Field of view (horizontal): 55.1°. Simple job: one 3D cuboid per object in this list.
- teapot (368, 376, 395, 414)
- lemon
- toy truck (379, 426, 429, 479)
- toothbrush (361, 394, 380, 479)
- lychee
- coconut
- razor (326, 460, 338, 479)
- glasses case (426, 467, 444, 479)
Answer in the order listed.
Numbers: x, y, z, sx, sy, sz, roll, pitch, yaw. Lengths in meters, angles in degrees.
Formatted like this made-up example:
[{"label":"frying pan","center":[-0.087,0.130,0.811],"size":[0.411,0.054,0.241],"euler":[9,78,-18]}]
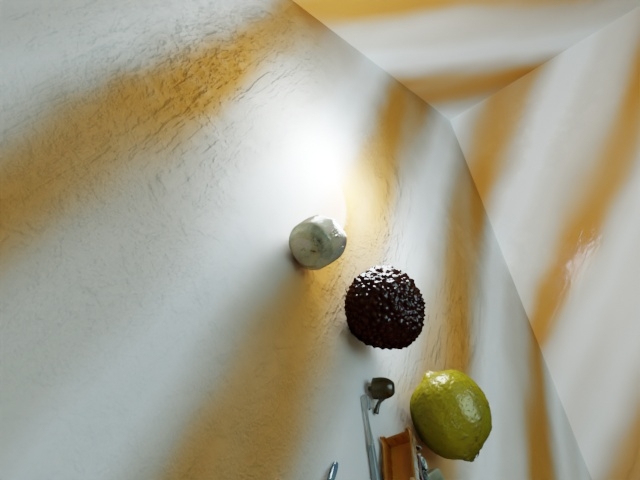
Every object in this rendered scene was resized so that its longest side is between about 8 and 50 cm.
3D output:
[{"label":"teapot","center":[0.186,0.475,1.870],"size":[0.085,0.080,0.110],"euler":[50,39,-60]},{"label":"lemon","center":[0.419,0.561,1.960],"size":[0.253,0.253,0.310],"euler":[-6,68,-58]},{"label":"toy truck","center":[0.237,0.667,1.703],"size":[0.135,0.114,0.270],"euler":[52,22,-28]},{"label":"toothbrush","center":[0.148,0.603,1.738],"size":[0.030,0.025,0.342],"euler":[38,36,-43]},{"label":"lychee","center":[0.197,0.210,1.938],"size":[0.264,0.300,0.264],"euler":[-19,119,-37]},{"label":"coconut","center":[0.000,0.000,1.884],"size":[0.183,0.171,0.171],"euler":[-32,92,-52]},{"label":"razor","center":[0.027,0.599,1.536],"size":[0.040,0.068,0.135],"euler":[60,18,-6]},{"label":"glasses case","center":[0.360,0.845,1.807],"size":[0.131,0.070,0.313],"euler":[1,64,-56]}]
